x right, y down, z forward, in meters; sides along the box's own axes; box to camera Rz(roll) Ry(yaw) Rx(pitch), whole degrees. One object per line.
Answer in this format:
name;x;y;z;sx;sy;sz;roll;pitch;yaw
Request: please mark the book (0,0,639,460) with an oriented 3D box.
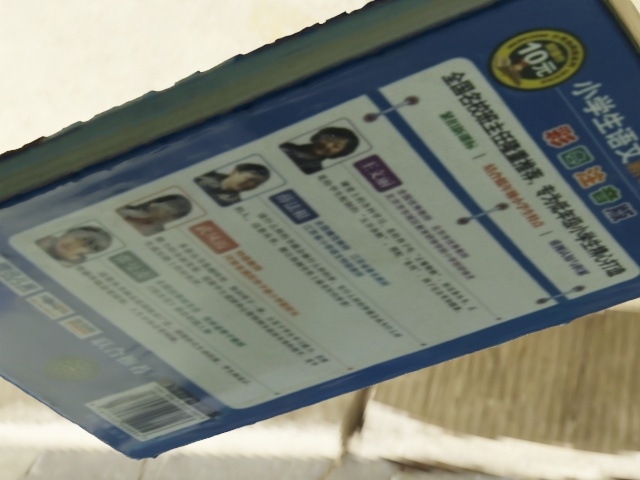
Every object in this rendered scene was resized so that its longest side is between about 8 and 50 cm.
book;0.000;0.000;1.024;0.428;0.039;0.300;-20;145;20
